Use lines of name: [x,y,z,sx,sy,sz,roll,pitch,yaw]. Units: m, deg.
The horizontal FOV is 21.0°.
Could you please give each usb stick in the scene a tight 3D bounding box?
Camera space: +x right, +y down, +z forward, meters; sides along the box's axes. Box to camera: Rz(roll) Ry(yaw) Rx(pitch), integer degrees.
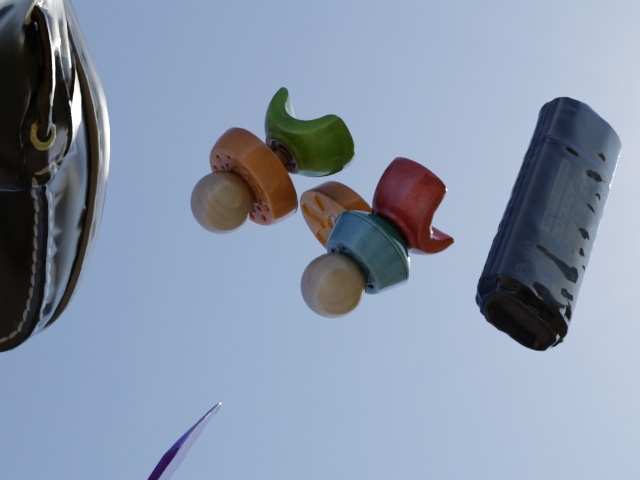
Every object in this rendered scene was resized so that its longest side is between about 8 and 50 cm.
usb stick: [0.173,-0.019,1.287,0.045,0.077,0.278,-45,11,36]

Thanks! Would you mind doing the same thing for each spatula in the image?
spatula: [-0.139,0.141,0.913,0.084,0.030,0.296,-56,-21,19]

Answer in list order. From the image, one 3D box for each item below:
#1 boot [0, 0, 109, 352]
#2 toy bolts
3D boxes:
boot: [-0.197,-0.051,0.739,0.284,0.138,0.377,-67,-13,-54]
toy bolts: [0.000,0.000,1.634,0.158,0.228,0.218,-42,-42,-23]
